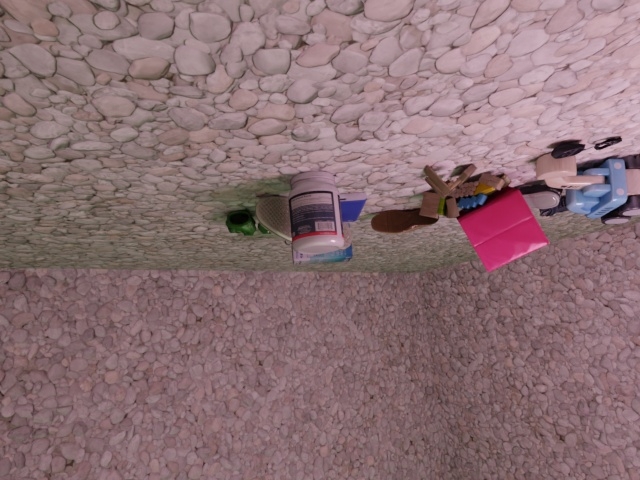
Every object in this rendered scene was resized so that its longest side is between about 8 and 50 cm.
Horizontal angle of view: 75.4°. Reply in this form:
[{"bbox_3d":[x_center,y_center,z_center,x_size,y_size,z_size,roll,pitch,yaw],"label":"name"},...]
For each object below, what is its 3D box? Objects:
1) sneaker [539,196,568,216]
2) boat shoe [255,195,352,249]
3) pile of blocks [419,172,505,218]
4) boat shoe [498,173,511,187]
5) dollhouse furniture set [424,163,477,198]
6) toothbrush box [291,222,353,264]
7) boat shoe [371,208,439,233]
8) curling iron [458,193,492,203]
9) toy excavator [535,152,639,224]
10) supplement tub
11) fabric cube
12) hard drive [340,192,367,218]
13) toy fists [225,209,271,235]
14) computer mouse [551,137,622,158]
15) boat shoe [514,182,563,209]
[{"bbox_3d":[1.202,-0.180,2.079,0.164,0.086,0.226,-6,169,-11],"label":"sneaker"},{"bbox_3d":[-0.082,-0.055,1.802,0.501,0.186,0.156,17,161,-39],"label":"boat shoe"},{"bbox_3d":[0.601,-0.168,1.741,0.362,0.148,0.113,-17,162,40],"label":"pile of blocks"},{"bbox_3d":[0.720,-0.235,1.738,0.056,0.048,0.153,-50,-163,-29],"label":"boat shoe"},{"bbox_3d":[0.486,-0.257,1.577,0.151,0.123,0.144,-40,169,-7],"label":"dollhouse furniture set"},{"bbox_3d":[0.000,0.000,2.078,0.296,0.216,0.126,-3,166,-5],"label":"toothbrush box"},{"bbox_3d":[0.418,-0.087,2.080,0.342,0.121,0.110,-6,166,-5],"label":"boat shoe"},{"bbox_3d":[0.685,-0.189,1.938,0.274,0.035,0.068,-11,170,25],"label":"curling iron"},{"bbox_3d":[1.052,-0.217,1.647,0.446,0.222,0.433,1,167,11],"label":"toy excavator"},{"bbox_3d":[-0.018,-0.096,1.516,0.191,0.272,0.191,-5,167,-1],"label":"supplement tub"},{"bbox_3d":[0.755,-0.058,1.760,0.258,0.259,0.254,-30,-178,19],"label":"fabric cube"},{"bbox_3d":[0.082,-0.141,1.884,0.211,0.040,0.318,-5,167,-4],"label":"hard drive"},{"bbox_3d":[-0.288,-0.079,1.882,0.280,0.096,0.142,-6,168,-5],"label":"toy fists"},{"bbox_3d":[0.918,-0.331,1.434,0.242,0.041,0.071,-12,166,-2],"label":"computer mouse"},{"bbox_3d":[0.920,-0.194,1.855,0.303,0.091,0.114,6,138,48],"label":"boat shoe"}]
